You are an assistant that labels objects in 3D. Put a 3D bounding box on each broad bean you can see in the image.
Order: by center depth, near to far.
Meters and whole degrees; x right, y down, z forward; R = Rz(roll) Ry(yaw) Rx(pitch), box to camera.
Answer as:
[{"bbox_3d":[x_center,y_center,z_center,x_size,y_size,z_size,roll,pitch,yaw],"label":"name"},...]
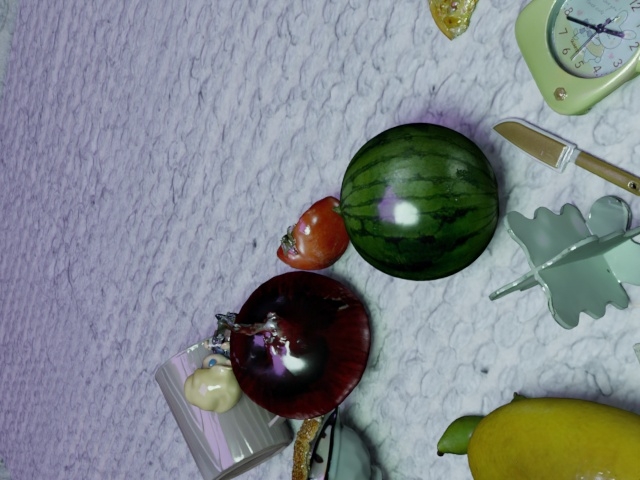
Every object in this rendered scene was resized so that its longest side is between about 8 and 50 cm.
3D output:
[{"bbox_3d":[0.258,0.310,1.152,0.214,0.048,0.070,-41,63,38],"label":"broad bean"}]

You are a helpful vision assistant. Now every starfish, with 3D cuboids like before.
[{"bbox_3d":[-0.032,0.406,1.403,0.043,0.227,0.240,16,147,2],"label":"starfish"}]

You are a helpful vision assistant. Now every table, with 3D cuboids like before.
[{"bbox_3d":[0.326,0.028,0.936,0.167,0.198,0.166,8,101,45],"label":"table"}]

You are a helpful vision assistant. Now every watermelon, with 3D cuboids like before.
[{"bbox_3d":[0.147,-0.058,1.080,0.242,0.242,0.242,8,101,45],"label":"watermelon"}]

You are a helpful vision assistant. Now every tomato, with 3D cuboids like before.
[{"bbox_3d":[0.000,0.000,1.313,0.091,0.139,0.159,44,128,17],"label":"tomato"}]

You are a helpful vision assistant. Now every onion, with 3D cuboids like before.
[{"bbox_3d":[-0.049,0.179,1.283,0.273,0.285,0.272,-8,67,20],"label":"onion"}]

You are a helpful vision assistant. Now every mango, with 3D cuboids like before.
[{"bbox_3d":[0.379,0.359,0.924,0.445,0.221,0.301,23,125,50],"label":"mango"}]

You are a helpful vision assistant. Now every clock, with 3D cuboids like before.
[{"bbox_3d":[0.381,-0.282,0.932,0.232,0.069,0.170,-31,73,42],"label":"clock"}]

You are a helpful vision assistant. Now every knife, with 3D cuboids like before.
[{"bbox_3d":[0.346,-0.120,1.022,0.256,0.022,0.046,37,124,36],"label":"knife"}]

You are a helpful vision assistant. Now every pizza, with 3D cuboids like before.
[{"bbox_3d":[0.214,-0.387,1.116,0.109,0.026,0.122,-30,74,41],"label":"pizza"}]

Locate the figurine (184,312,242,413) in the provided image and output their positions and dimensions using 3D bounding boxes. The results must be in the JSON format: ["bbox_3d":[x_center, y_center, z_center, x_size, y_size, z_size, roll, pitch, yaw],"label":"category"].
[{"bbox_3d":[-0.195,0.234,1.383,0.114,0.108,0.195,-5,65,31],"label":"figurine"}]

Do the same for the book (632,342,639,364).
[{"bbox_3d":[0.497,0.203,0.919,0.127,0.014,0.181,-31,74,44],"label":"book"}]

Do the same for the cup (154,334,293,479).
[{"bbox_3d":[-0.176,0.336,1.513,0.288,0.208,0.273,-29,71,0],"label":"cup"}]

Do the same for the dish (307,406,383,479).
[{"bbox_3d":[0.039,0.470,1.301,0.303,0.120,0.302,-164,90,-86],"label":"dish"}]
